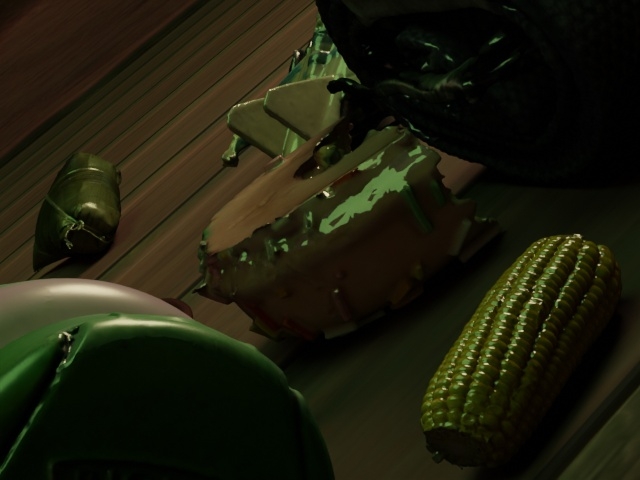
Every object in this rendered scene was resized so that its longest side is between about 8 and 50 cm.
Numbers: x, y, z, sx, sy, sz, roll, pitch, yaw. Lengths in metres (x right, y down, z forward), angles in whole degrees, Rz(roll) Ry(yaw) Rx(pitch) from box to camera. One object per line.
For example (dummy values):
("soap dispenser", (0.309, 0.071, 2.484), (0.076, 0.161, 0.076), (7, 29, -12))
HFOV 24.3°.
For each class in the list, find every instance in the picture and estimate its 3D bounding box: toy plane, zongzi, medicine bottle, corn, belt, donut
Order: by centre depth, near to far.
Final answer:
("corn", (0.061, 0.031, 0.446), (0.037, 0.037, 0.092), (-21, 23, 50))
("medicine bottle", (-0.098, 0.079, 0.484), (0.133, 0.133, 0.274), (-43, 13, -22))
("belt", (0.075, -0.099, 0.622), (0.126, 0.139, 0.230), (-39, 15, -11))
("donut", (0.000, 0.000, 0.647), (0.117, 0.065, 0.166), (-37, 12, -6))
("toy plane", (0.020, -0.128, 0.949), (0.192, 0.088, 0.262), (-19, 37, 47))
("zongzi", (-0.212, 0.011, 1.243), (0.130, 0.062, 0.154), (-55, 23, 20))

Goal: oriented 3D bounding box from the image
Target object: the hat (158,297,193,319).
("hat", (-0.157, 0.080, 0.733), (0.205, 0.089, 0.205), (-34, 14, 9))
